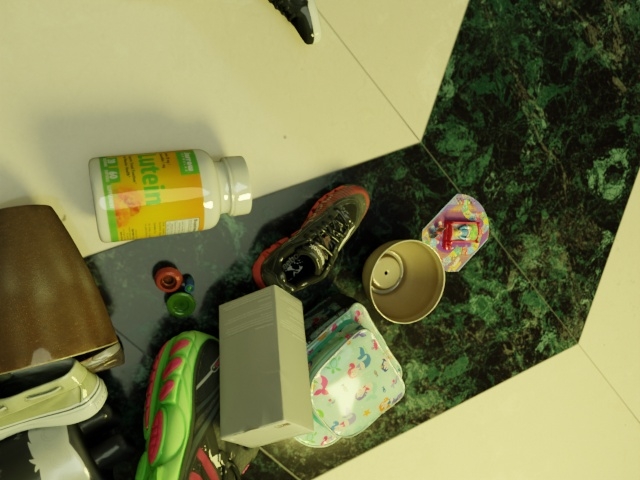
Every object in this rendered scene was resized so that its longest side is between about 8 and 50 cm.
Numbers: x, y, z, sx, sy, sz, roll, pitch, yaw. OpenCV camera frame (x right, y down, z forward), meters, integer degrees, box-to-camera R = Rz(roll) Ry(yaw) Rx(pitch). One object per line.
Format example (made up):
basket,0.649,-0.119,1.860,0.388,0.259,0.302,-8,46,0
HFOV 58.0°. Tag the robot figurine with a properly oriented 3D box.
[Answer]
robot figurine,-0.447,0.372,0.928,0.278,0.209,0.174,-28,124,-15

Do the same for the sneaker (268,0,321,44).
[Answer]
sneaker,-0.089,-0.427,0.995,0.121,0.079,0.217,-25,98,-13

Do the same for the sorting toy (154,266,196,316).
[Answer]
sorting toy,-0.254,0.084,1.030,0.061,0.042,0.102,-20,118,-1

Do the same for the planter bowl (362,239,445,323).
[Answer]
planter bowl,0.147,0.071,1.140,0.161,0.109,0.162,-4,100,-21

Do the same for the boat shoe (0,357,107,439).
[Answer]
boat shoe,-0.483,0.241,0.889,0.302,0.109,0.094,-15,122,4

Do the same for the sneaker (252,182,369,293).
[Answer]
sneaker,0.000,0.000,1.060,0.276,0.135,0.098,-43,108,-11

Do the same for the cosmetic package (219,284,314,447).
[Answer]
cosmetic package,-0.094,0.209,0.964,0.107,0.127,0.238,39,38,-52

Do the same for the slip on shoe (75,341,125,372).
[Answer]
slip on shoe,-0.403,0.219,0.985,0.135,0.051,0.041,-25,104,-24

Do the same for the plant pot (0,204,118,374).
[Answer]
plant pot,-0.444,0.069,0.878,0.215,0.215,0.231,-13,88,-19

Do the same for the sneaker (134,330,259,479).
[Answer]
sneaker,-0.199,0.394,0.948,0.202,0.185,0.483,19,66,-29

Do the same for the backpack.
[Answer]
backpack,0.016,0.256,1.083,0.253,0.191,0.225,-34,112,-9

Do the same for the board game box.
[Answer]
board game box,0.298,-0.012,1.226,0.168,0.033,0.133,-45,110,-9

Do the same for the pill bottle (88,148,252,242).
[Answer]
pill bottle,-0.244,-0.079,0.951,0.245,0.136,0.137,-9,101,-20
